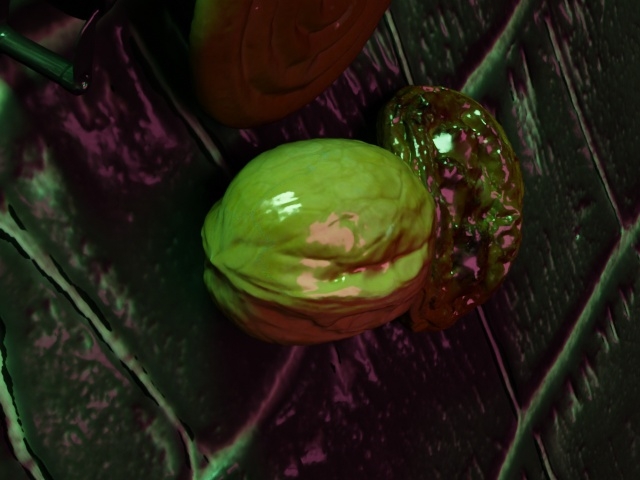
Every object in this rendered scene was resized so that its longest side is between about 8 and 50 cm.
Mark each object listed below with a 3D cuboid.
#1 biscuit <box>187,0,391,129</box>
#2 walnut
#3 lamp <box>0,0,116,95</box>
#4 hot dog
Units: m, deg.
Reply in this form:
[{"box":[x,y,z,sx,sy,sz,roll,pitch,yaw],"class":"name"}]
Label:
[{"box":[0.002,-0.189,0.716,0.262,0.037,0.262,-48,161,-23],"class":"biscuit"},{"box":[0.000,0.000,0.757,0.206,0.159,0.159,-14,106,-44],"class":"walnut"},{"box":[-0.118,-0.227,0.598,0.227,0.147,0.172,-53,163,-25],"class":"lamp"},{"box":[0.110,-0.028,0.904,0.160,0.099,0.227,-25,111,-41],"class":"hot dog"}]
